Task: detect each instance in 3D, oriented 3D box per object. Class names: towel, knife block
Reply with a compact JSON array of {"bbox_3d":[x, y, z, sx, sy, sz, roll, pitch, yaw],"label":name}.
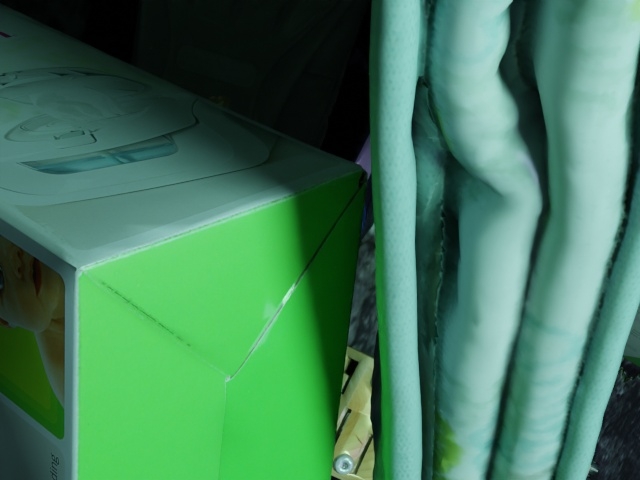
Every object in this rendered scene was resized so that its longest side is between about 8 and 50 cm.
[{"bbox_3d":[0.073,-0.079,0.494,0.374,0.090,0.320,92,6,-45],"label":"towel"},{"bbox_3d":[0.099,0.165,1.017,0.276,0.242,0.088,26,87,-12],"label":"knife block"}]

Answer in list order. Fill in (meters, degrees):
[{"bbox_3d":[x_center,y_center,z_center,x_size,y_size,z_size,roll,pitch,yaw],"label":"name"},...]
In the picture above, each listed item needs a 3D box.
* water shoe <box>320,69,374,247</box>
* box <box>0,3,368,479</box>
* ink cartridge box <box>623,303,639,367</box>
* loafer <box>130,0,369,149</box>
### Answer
[{"bbox_3d":[0.000,0.000,0.764,0.203,0.073,0.080,-62,149,-3],"label":"water shoe"},{"bbox_3d":[-0.115,0.063,0.503,0.127,0.231,0.262,-21,128,-43],"label":"box"},{"bbox_3d":[0.302,0.037,1.060,0.093,0.154,0.212,-52,171,-17],"label":"ink cartridge box"},{"bbox_3d":[-0.041,-0.094,0.636,0.111,0.112,0.319,-94,-154,-85],"label":"loafer"}]
